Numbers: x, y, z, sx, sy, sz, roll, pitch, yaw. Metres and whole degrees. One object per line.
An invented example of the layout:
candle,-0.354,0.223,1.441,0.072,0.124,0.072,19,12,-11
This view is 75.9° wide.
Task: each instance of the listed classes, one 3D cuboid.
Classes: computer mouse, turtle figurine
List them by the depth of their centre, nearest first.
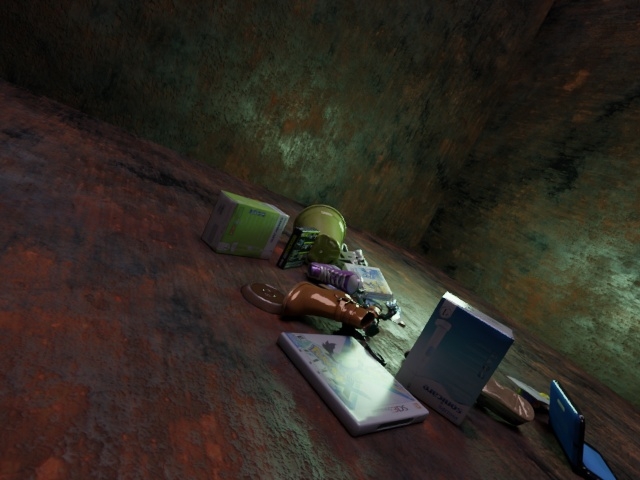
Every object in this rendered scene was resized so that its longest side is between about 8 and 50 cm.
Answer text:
computer mouse,0.132,0.325,1.308,0.071,0.041,0.242,36,5,-32
turtle figurine,0.198,0.266,1.539,0.175,0.118,0.234,16,22,20

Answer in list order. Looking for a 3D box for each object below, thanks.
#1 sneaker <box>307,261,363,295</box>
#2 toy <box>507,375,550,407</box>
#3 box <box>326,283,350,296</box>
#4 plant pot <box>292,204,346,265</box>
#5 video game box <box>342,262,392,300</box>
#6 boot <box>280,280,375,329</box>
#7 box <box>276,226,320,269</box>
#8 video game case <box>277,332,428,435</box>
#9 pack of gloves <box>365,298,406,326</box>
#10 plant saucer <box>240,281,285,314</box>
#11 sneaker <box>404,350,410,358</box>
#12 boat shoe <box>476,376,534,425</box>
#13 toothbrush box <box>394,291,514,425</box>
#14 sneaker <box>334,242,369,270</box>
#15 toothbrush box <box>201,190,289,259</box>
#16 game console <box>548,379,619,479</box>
sneaker,0.041,0.156,1.696,0.160,0.102,0.282,15,-1,-34
toy,0.822,0.609,1.593,0.237,0.056,0.137,25,6,-36
box,0.053,0.225,1.566,0.108,0.043,0.178,29,10,5
plant pot,0.000,0.000,1.991,0.275,0.276,0.254,24,22,-14
video game box,0.213,0.190,1.895,0.186,0.048,0.205,7,31,-19
boot,0.028,0.223,1.288,0.220,0.109,0.283,26,9,30
box,-0.092,0.030,1.746,0.045,0.184,0.190,30,12,19
video game case,0.083,0.355,1.071,0.299,0.036,0.329,16,15,-45
pack of gloves,0.292,0.285,1.850,0.194,0.046,0.232,28,11,-2
plant saucer,-0.171,0.177,1.306,0.168,0.029,0.168,25,12,-6
sneaker,0.327,0.413,1.370,0.119,0.047,0.057,33,24,31
boat shoe,0.546,0.501,1.346,0.285,0.093,0.102,33,37,16
toothbrush box,0.383,0.335,1.190,0.216,0.296,0.126,30,10,21
sneaker,0.186,0.127,2.070,0.330,0.146,0.122,36,13,33
toothbrush box,-0.289,-0.052,1.608,0.122,0.207,0.283,35,14,37
game console,0.867,0.632,1.327,0.173,0.251,0.293,2,5,15
